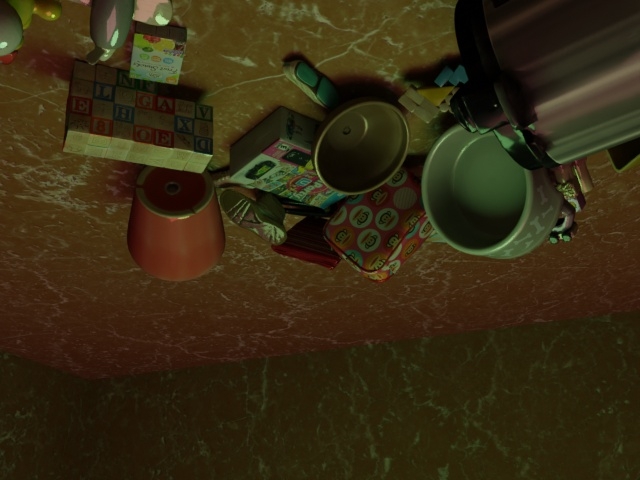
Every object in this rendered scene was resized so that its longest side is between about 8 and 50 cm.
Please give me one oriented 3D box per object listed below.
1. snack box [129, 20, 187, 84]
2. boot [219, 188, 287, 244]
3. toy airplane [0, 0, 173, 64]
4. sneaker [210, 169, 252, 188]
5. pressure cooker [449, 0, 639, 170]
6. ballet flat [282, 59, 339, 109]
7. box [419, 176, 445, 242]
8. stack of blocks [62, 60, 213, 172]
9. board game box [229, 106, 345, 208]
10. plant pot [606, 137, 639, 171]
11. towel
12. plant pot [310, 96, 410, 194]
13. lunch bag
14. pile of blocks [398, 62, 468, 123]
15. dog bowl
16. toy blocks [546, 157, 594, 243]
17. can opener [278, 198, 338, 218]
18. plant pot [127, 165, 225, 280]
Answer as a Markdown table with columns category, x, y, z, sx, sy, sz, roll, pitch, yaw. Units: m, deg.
| category | x | y | z | sx | sy | sz | roll | pitch | yaw |
| --- | --- | --- | --- | --- | --- | --- | --- | --- | --- |
| snack box | -0.327 | -0.374 | 1.417 | 0.100 | 0.037 | 0.141 | 7 | 155 | -17 |
| boot | -0.181 | -0.092 | 1.937 | 0.213 | 0.165 | 0.077 | 36 | 113 | -20 |
| toy airplane | -0.466 | -0.405 | 1.051 | 0.386 | 0.272 | 0.384 | -8 | 155 | 13 |
| sneaker | -0.232 | -0.176 | 1.862 | 0.134 | 0.051 | 0.070 | 3 | 143 | 4 |
| pressure cooker | 0.422 | -0.318 | 1.207 | 0.420 | 0.375 | 0.370 | -21 | 153 | 34 |
| ballet flat | -0.021 | -0.339 | 1.525 | 0.052 | 0.057 | 0.168 | 15 | 166 | 39 |
| box | 0.359 | -0.083 | 1.978 | 0.290 | 0.169 | 0.087 | 4 | 153 | -10 |
| stack of blocks | -0.384 | -0.259 | 1.508 | 0.297 | 0.171 | 0.087 | 8 | 154 | -24 |
| board game box | -0.042 | -0.196 | 1.773 | 0.303 | 0.097 | 0.224 | 15 | 151 | -36 |
| plant pot | 0.732 | -0.296 | 1.515 | 0.187 | 0.212 | 0.212 | -9 | 159 | -19 |
| towel | 0.000 | 0.000 | 2.014 | 0.199 | 0.031 | 0.275 | 16 | -155 | 17 |
| plant pot | 0.078 | -0.233 | 1.628 | 0.237 | 0.109 | 0.237 | -14 | 129 | -17 |
| lunch bag | 0.151 | -0.062 | 1.852 | 0.293 | 0.258 | 0.120 | -48 | 151 | -2 |
| pile of blocks | 0.354 | -0.334 | 1.526 | 0.362 | 0.149 | 0.112 | 2 | -160 | 12 |
| dog bowl | 0.378 | -0.123 | 1.623 | 0.102 | 0.348 | 0.349 | -9 | 165 | -40 |
| toy blocks | 0.479 | -0.162 | 1.721 | 0.289 | 0.309 | 0.260 | -12 | 113 | 37 |
| can opener | -0.036 | -0.091 | 2.050 | 0.186 | 0.059 | 0.073 | 1 | 156 | -9 |
| plant pot | -0.380 | -0.069 | 1.853 | 0.275 | 0.275 | 0.243 | 2 | 146 | -9 |
